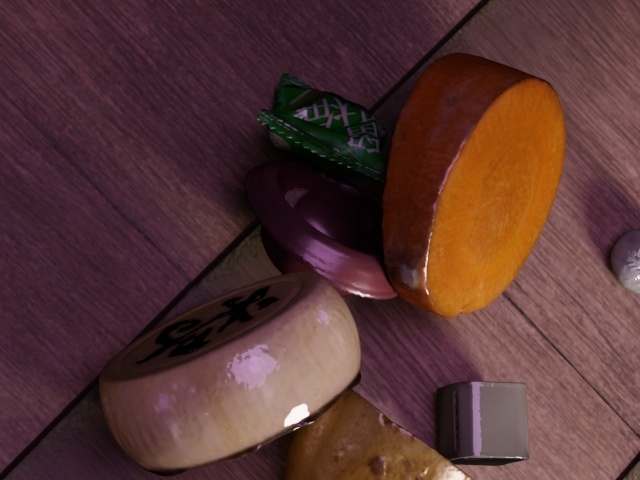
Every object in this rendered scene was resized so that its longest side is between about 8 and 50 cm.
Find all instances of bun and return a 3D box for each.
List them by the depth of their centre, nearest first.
[{"bbox_3d":[0.373,0.022,1.871,0.083,0.045,0.083,4,80,-22],"label":"bun"}]

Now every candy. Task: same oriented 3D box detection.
[{"bbox_3d":[0.008,-0.109,1.713,0.141,0.203,0.078,14,105,1],"label":"candy"}]

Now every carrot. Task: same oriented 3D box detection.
[{"bbox_3d":[0.153,-0.056,1.712,0.307,0.100,0.258,-49,138,-38],"label":"carrot"}]

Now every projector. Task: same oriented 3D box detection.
[{"bbox_3d":[0.172,0.196,1.736,0.083,0.083,0.082,4,76,-19],"label":"projector"}]

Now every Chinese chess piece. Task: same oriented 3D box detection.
[{"bbox_3d":[-0.086,0.125,1.568,0.257,0.257,0.104,-28,101,-23],"label":"Chinese chess piece"}]

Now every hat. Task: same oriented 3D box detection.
[{"bbox_3d":[0.000,0.000,1.704,0.205,0.089,0.205,27,26,-14],"label":"hat"}]

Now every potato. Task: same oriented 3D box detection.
[{"bbox_3d":[0.042,0.251,1.642,0.203,0.178,0.158,36,85,-31],"label":"potato"}]
